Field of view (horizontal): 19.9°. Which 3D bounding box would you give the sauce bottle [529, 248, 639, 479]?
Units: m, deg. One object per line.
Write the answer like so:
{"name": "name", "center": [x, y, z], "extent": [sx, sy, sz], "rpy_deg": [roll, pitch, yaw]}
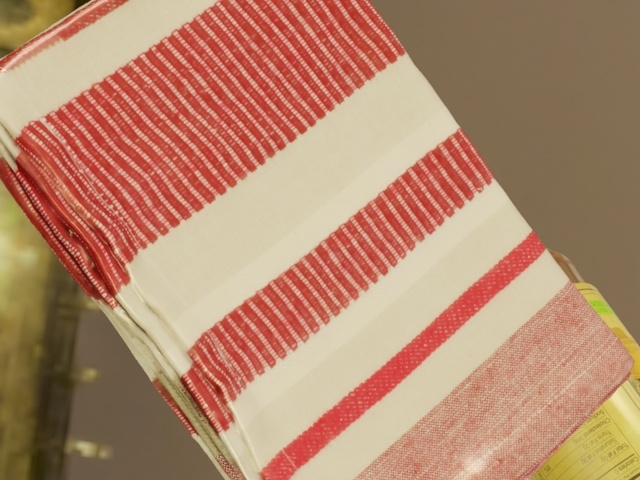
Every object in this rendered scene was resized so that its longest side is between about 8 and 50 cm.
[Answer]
{"name": "sauce bottle", "center": [0.198, 0.164, 1.099], "extent": [0.344, 0.111, 0.111], "rpy_deg": [56, -34, 24]}

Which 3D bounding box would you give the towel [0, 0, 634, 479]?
{"name": "towel", "center": [0.000, 0.000, 0.920], "extent": [0.237, 0.329, 0.037], "rpy_deg": [-40, -175, -34]}
